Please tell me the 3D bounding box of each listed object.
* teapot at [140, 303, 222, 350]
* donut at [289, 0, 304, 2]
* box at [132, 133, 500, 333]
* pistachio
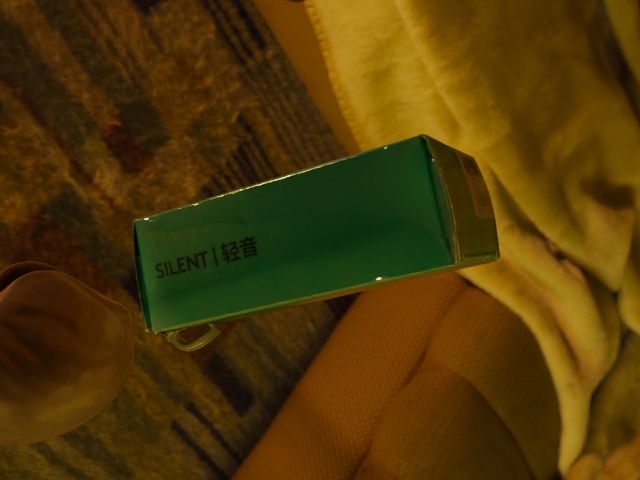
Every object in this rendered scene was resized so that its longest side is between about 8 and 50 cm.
[{"bbox_3d":[-0.228,0.116,1.192,0.124,0.091,0.092,54,19,17],"label":"teapot"},{"bbox_3d":[-0.014,-0.377,0.816,0.226,0.113,0.227,0,90,-65],"label":"donut"},{"bbox_3d":[0.000,0.000,0.748,0.205,0.311,0.118,4,73,-66],"label":"box"},{"bbox_3d":[-0.574,0.227,1.536,0.445,0.281,0.366,0,99,-52],"label":"pistachio"}]
